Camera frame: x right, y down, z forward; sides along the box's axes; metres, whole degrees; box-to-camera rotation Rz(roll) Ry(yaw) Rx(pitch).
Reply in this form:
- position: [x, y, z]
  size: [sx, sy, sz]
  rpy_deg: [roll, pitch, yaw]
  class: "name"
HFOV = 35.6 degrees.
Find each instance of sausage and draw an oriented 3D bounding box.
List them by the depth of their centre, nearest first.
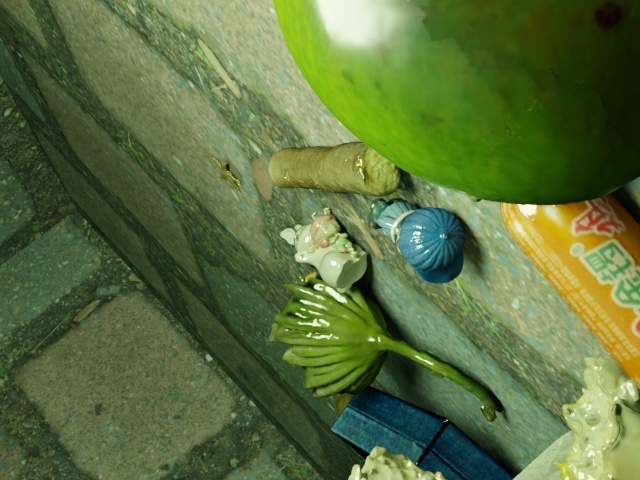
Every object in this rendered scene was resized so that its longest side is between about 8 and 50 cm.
- position: [0.256, 0.043, 0.832]
  size: [0.312, 0.093, 0.093]
  rpy_deg: [50, 164, 3]
  class: "sausage"

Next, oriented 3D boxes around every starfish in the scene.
- position: [-0.169, -0.122, 1.756]
  size: [0.092, 0.016, 0.086]
  rpy_deg: [45, 161, 28]
  class: "starfish"

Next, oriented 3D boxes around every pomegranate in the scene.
- position: [0.101, -0.126, 0.656]
  size: [0.310, 0.216, 0.358]
  rpy_deg: [38, 161, 28]
  class: "pomegranate"

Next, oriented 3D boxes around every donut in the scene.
- position: [0.229, 0.296, 1.033]
  size: [0.307, 0.371, 0.150]
  rpy_deg: [61, -166, -8]
  class: "donut"

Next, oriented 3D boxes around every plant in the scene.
- position: [0.095, 0.131, 1.485]
  size: [0.333, 0.180, 0.251]
  rpy_deg: [-7, 134, 38]
  class: "plant"

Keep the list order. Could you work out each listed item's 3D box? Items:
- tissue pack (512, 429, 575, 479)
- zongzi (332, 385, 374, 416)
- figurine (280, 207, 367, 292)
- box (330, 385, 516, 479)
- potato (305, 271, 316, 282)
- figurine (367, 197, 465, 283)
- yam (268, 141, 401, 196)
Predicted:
- position: [0.330, 0.399, 1.212]
  size: [0.271, 0.201, 0.124]
  rpy_deg: [54, 173, -10]
  class: "tissue pack"
- position: [0.074, 0.305, 1.904]
  size: [0.197, 0.099, 0.194]
  rpy_deg: [54, 165, 17]
  class: "zongzi"
- position: [0.008, -0.003, 1.470]
  size: [0.146, 0.081, 0.098]
  rpy_deg: [47, 120, 31]
  class: "figurine"
- position: [0.186, 0.367, 1.592]
  size: [0.261, 0.116, 0.279]
  rpy_deg: [40, 169, -21]
  class: "box"
- position: [0.002, 0.085, 1.658]
  size: [0.068, 0.062, 0.083]
  rpy_deg: [28, -155, -5]
  class: "potato"
- position: [0.113, -0.011, 1.152]
  size: [0.149, 0.086, 0.087]
  rpy_deg: [47, 127, 57]
  class: "figurine"
- position: [0.010, -0.089, 1.255]
  size: [0.066, 0.066, 0.300]
  rpy_deg: [56, 163, -16]
  class: "yam"
